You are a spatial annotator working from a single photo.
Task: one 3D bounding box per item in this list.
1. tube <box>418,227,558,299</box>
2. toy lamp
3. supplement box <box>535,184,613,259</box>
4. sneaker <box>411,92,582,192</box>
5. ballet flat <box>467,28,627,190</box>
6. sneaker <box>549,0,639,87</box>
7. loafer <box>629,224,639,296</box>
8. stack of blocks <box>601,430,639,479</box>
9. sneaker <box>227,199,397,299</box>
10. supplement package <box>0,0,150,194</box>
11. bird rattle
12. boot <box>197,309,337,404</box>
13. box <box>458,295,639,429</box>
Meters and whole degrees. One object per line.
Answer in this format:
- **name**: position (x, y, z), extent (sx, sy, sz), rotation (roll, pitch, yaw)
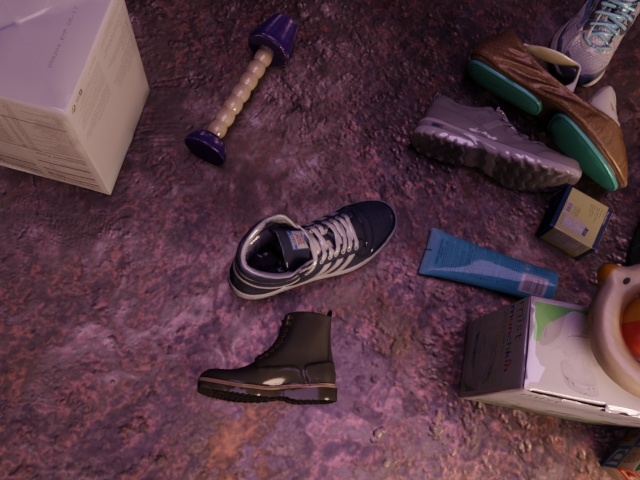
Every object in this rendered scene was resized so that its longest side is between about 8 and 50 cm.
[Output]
- **tube**: position (0.265, 0.045, 0.994), extent (0.207, 0.052, 0.080), rotation (18, 67, 4)
- **toy lamp**: position (-0.118, -0.252, 1.019), extent (0.080, 0.080, 0.275), rotation (26, 73, 1)
- **supplement box**: position (0.414, -0.029, 1.028), extent (0.083, 0.056, 0.083), rotation (30, 72, 3)
- **sneaker**: position (0.298, -0.168, 1.030), extent (0.281, 0.105, 0.115), rotation (21, 72, 0)
- **ballet flat**: position (0.409, -0.237, 1.060), extent (0.342, 0.116, 0.124), rotation (44, 88, 12)
- **sneaker**: position (0.505, -0.401, 1.120), extent (0.110, 0.122, 0.283), rotation (30, 72, 2)
- **loafer**: position (0.558, 0.037, 1.020), extent (0.084, 0.096, 0.268), rotation (33, 78, -17)
- **stack of blocks**: position (0.565, 0.252, 0.901), extent (0.297, 0.171, 0.087), rotation (-41, 82, -16)
- **sneaker**: position (0.000, 0.000, 0.915), extent (0.282, 0.153, 0.099), rotation (-23, 78, -13)
- **supplement package**: position (-0.380, -0.221, 0.877), extent (0.198, 0.263, 0.199), rotation (15, 71, -2)
- **bird rattle**: position (0.416, 0.118, 0.732), extent (0.206, 0.143, 0.254), rotation (7, 80, 7)
- **boot**: position (-0.074, 0.162, 0.906), extent (0.197, 0.077, 0.137), rotation (8, 67, -19)
- **box**: position (0.357, 0.180, 0.865), extent (0.261, 0.231, 0.127), rotation (12, 72, -3)
